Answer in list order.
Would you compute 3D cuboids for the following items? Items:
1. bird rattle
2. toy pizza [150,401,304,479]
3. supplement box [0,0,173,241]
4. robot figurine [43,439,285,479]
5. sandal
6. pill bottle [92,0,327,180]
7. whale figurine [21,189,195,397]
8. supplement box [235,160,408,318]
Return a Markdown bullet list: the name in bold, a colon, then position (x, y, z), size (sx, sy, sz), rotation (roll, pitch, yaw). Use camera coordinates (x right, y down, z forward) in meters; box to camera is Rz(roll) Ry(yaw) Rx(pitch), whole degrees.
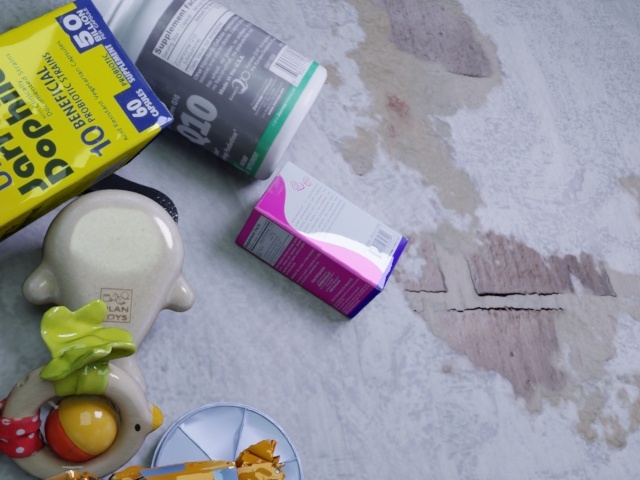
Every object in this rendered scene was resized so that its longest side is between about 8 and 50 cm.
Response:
- **bird rattle**: position (-0.299, 0.202, 0.895), size (0.253, 0.143, 0.207), rotation (-43, 116, -5)
- **toy pizza**: position (-0.118, 0.305, 0.999), size (0.201, 0.032, 0.201), rotation (12, 57, -19)
- **supplement box**: position (-0.401, -0.119, 0.982), size (0.357, 0.195, 0.194), rotation (-40, 99, -31)
- **robot figurine**: position (-0.186, 0.279, 0.849), size (0.291, 0.211, 0.084), rotation (-7, 74, -11)
- **sandal**: position (-0.282, -0.056, 1.147), size (0.179, 0.040, 0.067), rotation (28, 46, 11)
- **pill bottle**: position (-0.189, -0.263, 1.208), size (0.361, 0.204, 0.204), rotation (30, 53, -5)
- **whale figurine**: position (-0.276, 0.072, 1.029), size (0.217, 0.141, 0.271), rotation (3, 84, -23)
- **supplement box**: position (0.000, 0.000, 1.191), size (0.220, 0.114, 0.111), rotation (35, 53, -3)
